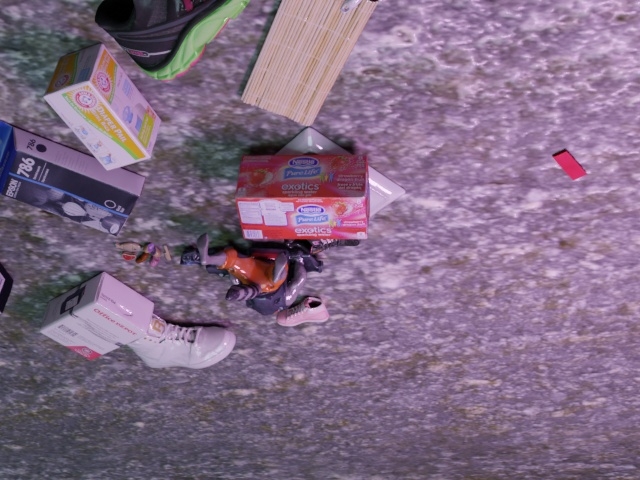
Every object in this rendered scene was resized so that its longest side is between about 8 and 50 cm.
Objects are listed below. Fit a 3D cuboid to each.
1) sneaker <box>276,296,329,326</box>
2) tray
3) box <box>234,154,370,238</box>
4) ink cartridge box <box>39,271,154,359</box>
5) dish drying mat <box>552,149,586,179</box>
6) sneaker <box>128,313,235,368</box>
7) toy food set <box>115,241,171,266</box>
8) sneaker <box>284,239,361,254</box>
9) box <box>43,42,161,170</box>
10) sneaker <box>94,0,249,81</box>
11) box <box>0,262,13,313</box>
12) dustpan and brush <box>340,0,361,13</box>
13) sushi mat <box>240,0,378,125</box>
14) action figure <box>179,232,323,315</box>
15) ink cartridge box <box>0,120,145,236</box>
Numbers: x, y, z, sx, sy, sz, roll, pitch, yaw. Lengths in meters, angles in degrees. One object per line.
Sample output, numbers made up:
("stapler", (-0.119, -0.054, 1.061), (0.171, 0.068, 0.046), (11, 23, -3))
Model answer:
("sneaker", (-0.049, 0.173, 2.101), (0.134, 0.051, 0.070), (-6, 138, 8))
("tray", (0.033, -0.122, 1.747), (0.270, 0.030, 0.145), (30, 134, -27))
("box", (-0.031, -0.086, 1.675), (0.256, 0.123, 0.128), (0, 141, 6))
("ink cartridge box", (-0.567, 0.196, 2.145), (0.237, 0.100, 0.172), (-25, 132, 33))
("dish drying mat", (0.496, -0.150, 1.678), (0.032, 0.008, 0.083), (-26, 132, 33))
("sneaker", (-0.381, 0.255, 2.192), (0.292, 0.108, 0.169), (-12, 141, 22))
("toy food set", (-0.420, 0.035, 1.996), (0.122, 0.019, 0.078), (0, 140, 6))
("sneaker", (0.000, 0.000, 1.862), (0.178, 0.077, 0.072), (5, 142, 0))
("box", (-0.404, -0.247, 1.577), (0.103, 0.114, 0.203), (-13, 136, 21))
("sneaker", (-0.195, -0.433, 1.276), (0.202, 0.185, 0.483), (30, 131, -24))
("box", (-0.887, 0.099, 2.057), (0.207, 0.108, 0.153), (-3, 141, 10))
("dustpan and brush", (0.104, -0.431, 1.338), (0.147, 0.060, 0.211), (34, 119, -23))
("sushi mat", (-0.027, -0.335, 1.502), (0.151, 0.019, 0.316), (18, 139, -13))
("action figure", (-0.178, 0.089, 1.894), (0.341, 0.179, 0.330), (0, 161, 13))
("ink cartridge box", (-0.556, -0.128, 1.781), (0.332, 0.065, 0.165), (22, 139, -18))
